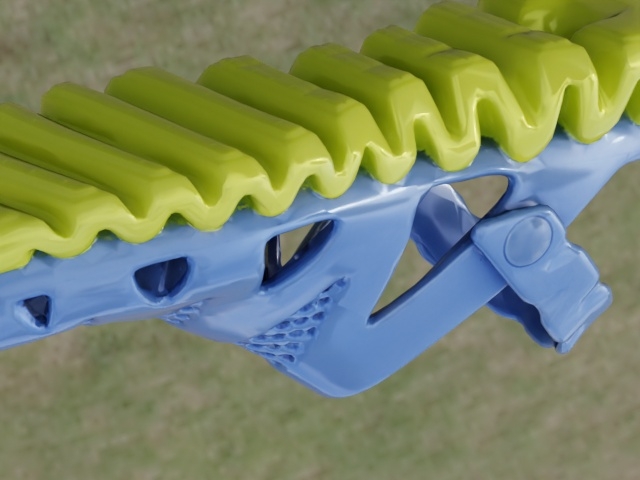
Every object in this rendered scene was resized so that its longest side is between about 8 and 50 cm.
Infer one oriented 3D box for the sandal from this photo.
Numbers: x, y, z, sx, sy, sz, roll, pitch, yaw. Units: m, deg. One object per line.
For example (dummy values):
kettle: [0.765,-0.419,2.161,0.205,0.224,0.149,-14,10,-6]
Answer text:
sandal: [0.000,0.000,0.721,0.317,0.126,0.138,-12,116,-21]
